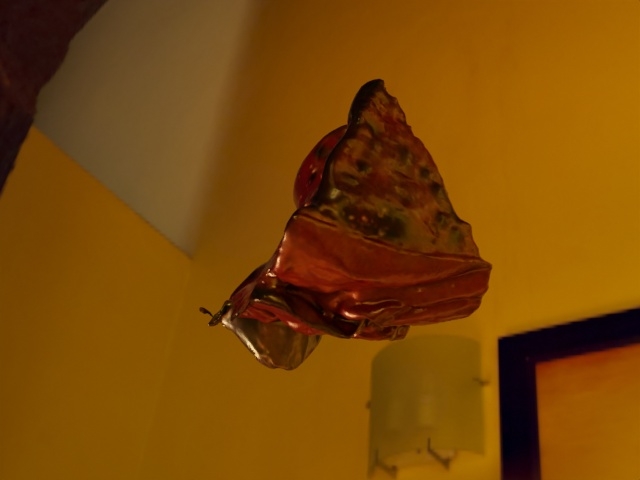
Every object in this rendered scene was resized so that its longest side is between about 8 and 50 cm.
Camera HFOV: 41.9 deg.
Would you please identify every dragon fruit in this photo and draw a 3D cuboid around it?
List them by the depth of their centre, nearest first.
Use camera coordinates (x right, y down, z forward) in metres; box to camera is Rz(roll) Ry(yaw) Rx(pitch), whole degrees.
[{"bbox_3d":[-0.016,0.007,0.434,0.092,0.122,0.192,-16,-8,-28],"label":"dragon fruit"}]
